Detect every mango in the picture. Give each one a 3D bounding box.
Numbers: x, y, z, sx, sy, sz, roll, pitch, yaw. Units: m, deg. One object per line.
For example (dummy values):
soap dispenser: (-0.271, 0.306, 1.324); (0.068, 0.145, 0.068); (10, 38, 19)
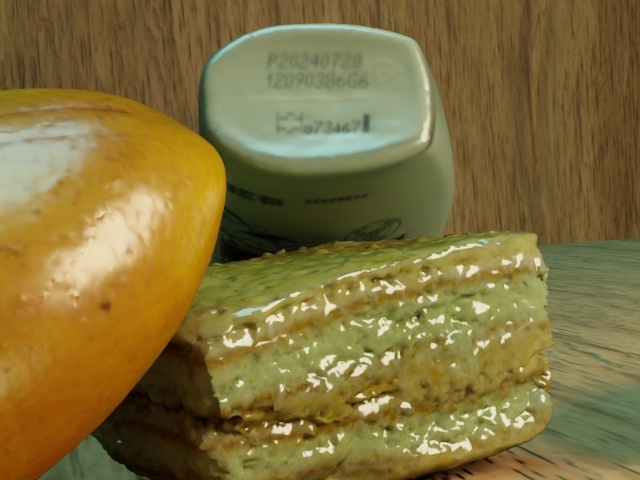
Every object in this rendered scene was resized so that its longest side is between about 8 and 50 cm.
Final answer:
mango: (-0.152, 0.028, 0.459); (0.257, 0.138, 0.187); (-17, 23, -2)

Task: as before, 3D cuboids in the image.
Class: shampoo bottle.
shampoo bottle: (0.000, 0.000, 0.760); (0.134, 0.078, 0.359); (-4, -22, -5)

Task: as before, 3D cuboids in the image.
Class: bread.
bread: (-0.005, 0.055, 0.584); (0.196, 0.102, 0.138); (-8, 2, -36)
